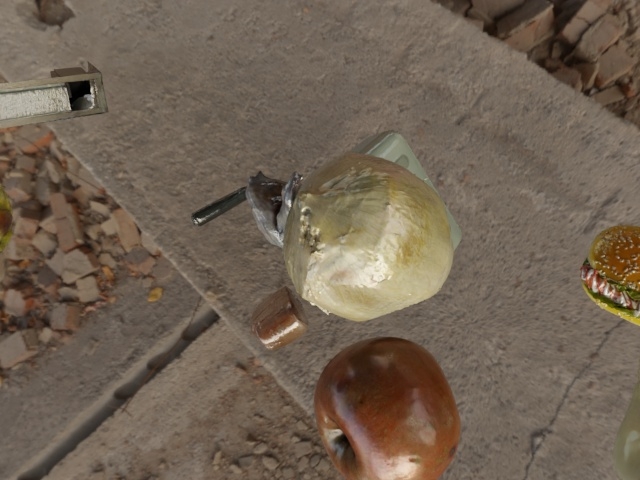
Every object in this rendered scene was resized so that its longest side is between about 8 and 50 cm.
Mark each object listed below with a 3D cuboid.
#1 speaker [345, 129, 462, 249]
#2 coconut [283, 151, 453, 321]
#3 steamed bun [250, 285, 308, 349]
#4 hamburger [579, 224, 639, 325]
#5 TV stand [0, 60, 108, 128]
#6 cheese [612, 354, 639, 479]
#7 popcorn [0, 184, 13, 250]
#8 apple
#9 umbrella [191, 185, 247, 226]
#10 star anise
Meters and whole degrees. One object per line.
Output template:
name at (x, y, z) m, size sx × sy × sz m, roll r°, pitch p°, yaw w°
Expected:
speaker at (0.208, -0.088, 1.369) m, size 0.184 × 0.183 × 0.406 m, roll -46°, pitch 110°, yaw -26°
coconut at (0.044, -0.004, 0.553) m, size 0.194 × 0.194 × 0.195 m, roll -3°, pitch 80°, yaw 16°
steamed bun at (-0.107, 0.207, 1.306) m, size 0.144 × 0.175 × 0.106 m, roll -37°, pitch 114°, yaw 6°
hamburger at (0.590, 0.068, 0.922) m, size 0.210 × 0.116 × 0.173 m, roll 32°, pitch 82°, yaw 21°
TV stand at (-0.326, -0.119, 0.440) m, size 0.049 × 0.256 × 0.040 m, roll 40°, pitch 138°, yaw 40°
cheese at (0.688, 0.320, 0.976) m, size 0.129 × 0.351 × 0.328 m, roll 33°, pitch 111°, yaw -14°
popcorn at (-0.616, -0.022, 0.819) m, size 0.169 × 0.189 × 0.218 m, roll 41°, pitch 65°, yaw 3°
apple at (0.117, 0.290, 0.857) m, size 0.253 × 0.253 × 0.254 m, roll -3°, pitch 80°, yaw 16°
umbrella at (-0.194, -0.068, 0.988) m, size 0.133 × 0.036 × 0.031 m, roll -31°, pitch 117°, yaw -18°
star anise at (0.000, 0.000, 0.860) m, size 0.315 × 0.359 × 0.139 m, roll 31°, pitch 73°, yaw -9°
